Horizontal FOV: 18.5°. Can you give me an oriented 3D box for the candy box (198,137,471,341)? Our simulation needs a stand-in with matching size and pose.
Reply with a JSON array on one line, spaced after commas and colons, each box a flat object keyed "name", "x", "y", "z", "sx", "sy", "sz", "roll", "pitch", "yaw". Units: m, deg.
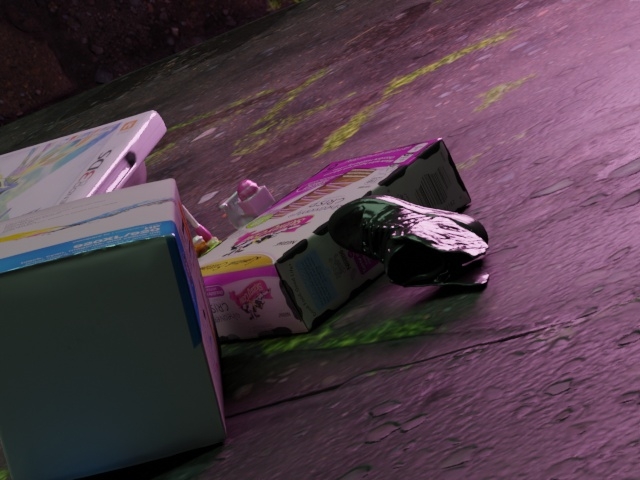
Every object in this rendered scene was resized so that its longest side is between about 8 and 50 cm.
[{"name": "candy box", "x": 0.000, "y": 0.000, "z": 1.745, "sx": 0.159, "sy": 0.071, "sz": 0.233, "roll": -10, "pitch": 22, "yaw": 50}]

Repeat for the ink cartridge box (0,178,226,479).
[{"name": "ink cartridge box", "x": -0.174, "y": 0.067, "z": 1.557, "sx": 0.168, "sy": 0.171, "sz": 0.233, "roll": -14, "pitch": 13, "yaw": -1}]

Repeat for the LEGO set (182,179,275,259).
[{"name": "LEGO set", "x": -0.169, "y": 0.036, "z": 1.802, "sx": 0.287, "sy": 0.107, "sz": 0.132, "roll": -44, "pitch": 9, "yaw": -32}]

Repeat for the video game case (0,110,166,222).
[{"name": "video game case", "x": -0.366, "y": -0.023, "z": 2.218, "sx": 0.329, "sy": 0.036, "sz": 0.300, "roll": -14, "pitch": 28, "yaw": 33}]

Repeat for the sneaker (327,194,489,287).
[{"name": "sneaker", "x": 0.067, "y": 0.004, "z": 1.579, "sx": 0.170, "sy": 0.051, "sz": 0.089, "roll": 7, "pitch": 21, "yaw": 27}]

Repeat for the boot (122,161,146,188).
[{"name": "boot", "x": -0.291, "y": 0.006, "z": 2.252, "sx": 0.338, "sy": 0.118, "sz": 0.222, "roll": -45, "pitch": 22, "yaw": -22}]
